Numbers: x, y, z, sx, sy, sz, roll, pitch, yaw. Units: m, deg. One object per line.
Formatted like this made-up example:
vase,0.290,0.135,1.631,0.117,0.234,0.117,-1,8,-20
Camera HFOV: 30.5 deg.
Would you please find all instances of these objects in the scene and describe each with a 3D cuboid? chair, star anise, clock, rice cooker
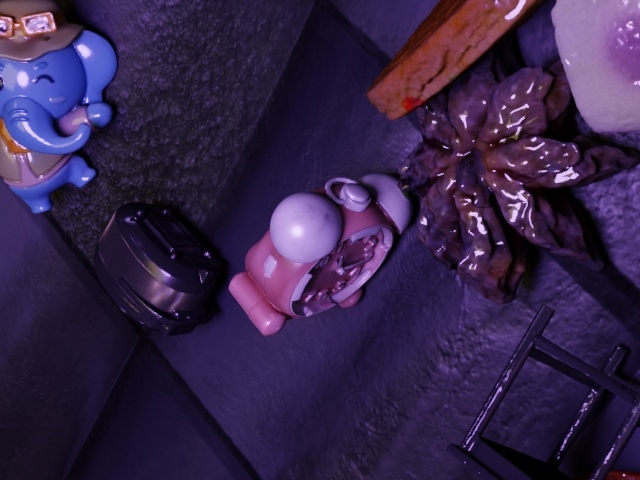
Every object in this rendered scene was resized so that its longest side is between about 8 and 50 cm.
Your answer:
chair,0.195,0.208,0.956,0.154,0.141,0.260,33,95,52
star anise,0.155,-0.063,1.038,0.223,0.109,0.236,-32,74,36
clock,0.000,0.000,1.146,0.093,0.166,0.162,53,134,21
rice cooker,-0.186,0.030,1.345,0.165,0.112,0.106,41,116,28

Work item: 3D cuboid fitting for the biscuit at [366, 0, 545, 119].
biscuit,0.162,-0.224,0.959,0.052,0.262,0.277,40,151,-7

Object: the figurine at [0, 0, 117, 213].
figurine,-0.338,-0.170,1.439,0.180,0.154,0.262,-5,112,33

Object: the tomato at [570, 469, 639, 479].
tomato,0.271,0.285,1.000,0.174,0.082,0.166,-9,64,44

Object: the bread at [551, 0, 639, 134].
bread,0.339,-0.180,0.797,0.338,0.187,0.155,-11,119,41
